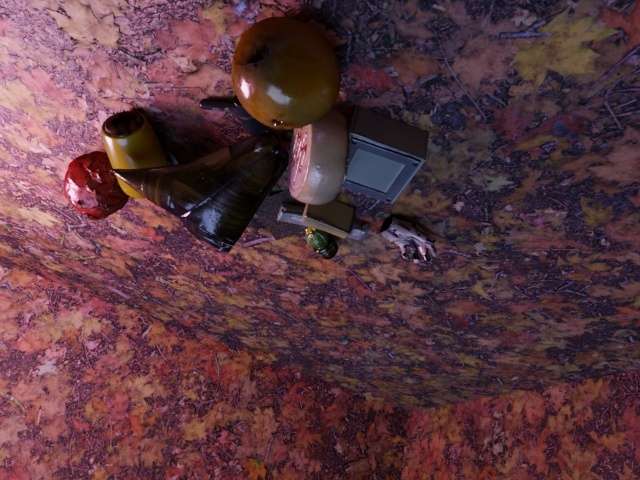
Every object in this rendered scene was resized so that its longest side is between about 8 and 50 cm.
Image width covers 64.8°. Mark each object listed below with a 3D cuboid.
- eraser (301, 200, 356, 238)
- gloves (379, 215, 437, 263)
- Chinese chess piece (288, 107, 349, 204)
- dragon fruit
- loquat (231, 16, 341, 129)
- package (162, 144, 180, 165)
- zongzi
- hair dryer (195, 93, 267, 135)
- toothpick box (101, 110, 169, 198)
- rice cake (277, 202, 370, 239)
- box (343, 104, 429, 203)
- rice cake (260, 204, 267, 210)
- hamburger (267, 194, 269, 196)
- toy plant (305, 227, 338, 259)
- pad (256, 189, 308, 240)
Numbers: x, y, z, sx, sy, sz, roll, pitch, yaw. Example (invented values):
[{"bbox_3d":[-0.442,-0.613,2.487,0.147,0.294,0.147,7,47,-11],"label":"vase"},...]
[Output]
[{"bbox_3d":[0.030,-0.087,1.750,0.172,0.117,0.058,21,148,-12],"label":"eraser"},{"bbox_3d":[0.323,-0.005,1.784,0.212,0.111,0.127,27,122,-15],"label":"gloves"},{"bbox_3d":[-0.008,-0.233,1.387,0.112,0.269,0.270,5,152,-17],"label":"Chinese chess piece"},{"bbox_3d":[-0.791,-0.199,1.802,0.241,0.240,0.252,18,160,-6],"label":"dragon fruit"},{"bbox_3d":[-0.081,-0.392,1.201,0.264,0.262,0.263,10,149,6],"label":"loquat"},{"bbox_3d":[-0.448,-0.196,1.733,0.204,0.062,0.250,38,154,39],"label":"package"},{"bbox_3d":[-0.350,-0.227,1.511,0.432,0.207,0.403,35,102,-13],"label":"zongzi"},{"bbox_3d":[-0.266,-0.377,1.460,0.219,0.071,0.124,12,150,16],"label":"hair dryer"},{"bbox_3d":[-0.599,-0.283,1.635,0.175,0.174,0.271,9,142,8],"label":"toothpick box"},{"bbox_3d":[0.013,-0.067,1.830,0.337,0.062,0.066,12,144,-7],"label":"rice cake"},{"bbox_3d":[0.158,-0.237,1.452,0.225,0.117,0.225,18,147,-8],"label":"box"},{"bbox_3d":[-0.286,-0.163,1.824,0.226,0.040,0.085,32,138,-26],"label":"rice cake"},{"bbox_3d":[-0.218,-0.181,1.770,0.084,0.044,0.076,4,148,11],"label":"hamburger"},{"bbox_3d":[0.000,0.000,1.927,0.093,0.092,0.162,-9,141,33],"label":"toy plant"},{"bbox_3d":[-0.144,-0.089,1.876,0.158,0.003,0.235,-19,140,13],"label":"pad"}]
